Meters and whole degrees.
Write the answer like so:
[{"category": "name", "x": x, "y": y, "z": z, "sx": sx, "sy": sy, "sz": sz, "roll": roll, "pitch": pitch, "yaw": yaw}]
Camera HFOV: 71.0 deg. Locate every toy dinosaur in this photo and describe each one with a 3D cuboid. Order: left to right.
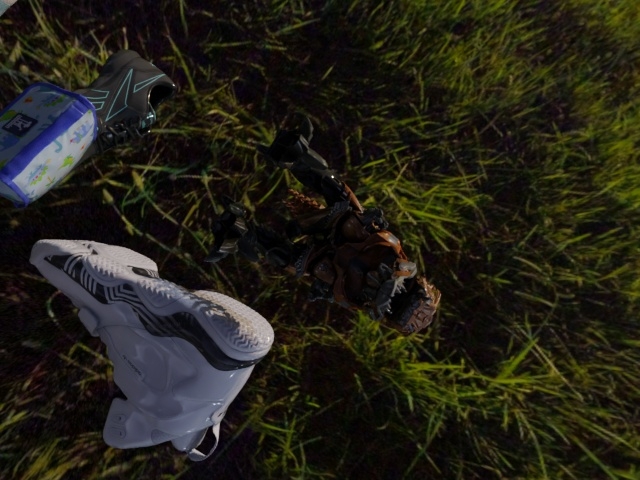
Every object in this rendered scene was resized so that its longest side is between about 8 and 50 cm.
[{"category": "toy dinosaur", "x": 0.000, "y": 0.000, "z": 0.513, "sx": 0.219, "sy": 0.322, "sz": 0.164, "roll": 32, "pitch": 76, "yaw": -27}]

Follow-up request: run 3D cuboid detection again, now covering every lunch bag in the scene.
[{"category": "lunch bag", "x": -0.335, "y": -0.110, "z": 0.528, "sx": 0.096, "sy": 0.151, "sz": 0.128, "roll": 47, "pitch": 64, "yaw": -33}]

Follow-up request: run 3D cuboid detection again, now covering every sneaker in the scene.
[{"category": "sneaker", "x": -0.334, "y": -0.199, "z": 0.714, "sx": 0.106, "sy": 0.101, "sz": 0.267, "roll": 28, "pitch": 63, "yaw": -5}, {"category": "sneaker", "x": -0.260, "y": 0.139, "z": 0.605, "sx": 0.366, "sy": 0.137, "sz": 0.210, "roll": 22, "pitch": 93, "yaw": 12}]

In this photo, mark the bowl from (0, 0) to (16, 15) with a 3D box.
[{"category": "bowl", "x": -0.455, "y": -0.385, "z": 0.513, "sx": 0.163, "sy": 0.311, "sz": 0.311, "roll": 1, "pitch": 82, "yaw": -20}]
